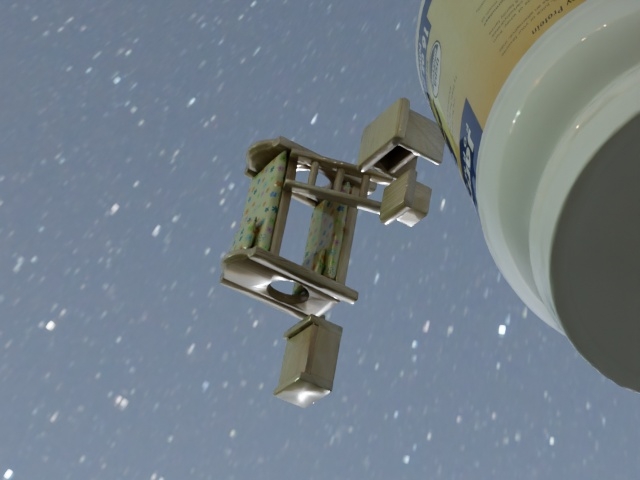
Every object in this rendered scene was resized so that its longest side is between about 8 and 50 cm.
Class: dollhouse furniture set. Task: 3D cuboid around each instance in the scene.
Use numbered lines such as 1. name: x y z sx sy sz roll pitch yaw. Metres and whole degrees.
1. dollhouse furniture set: 0.000 0.000 1.068 0.101 0.182 0.161 25 -36 -21

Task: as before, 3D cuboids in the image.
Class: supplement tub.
1. supplement tub: 0.188 -0.073 0.851 0.228 0.316 0.228 -3 -61 -5
